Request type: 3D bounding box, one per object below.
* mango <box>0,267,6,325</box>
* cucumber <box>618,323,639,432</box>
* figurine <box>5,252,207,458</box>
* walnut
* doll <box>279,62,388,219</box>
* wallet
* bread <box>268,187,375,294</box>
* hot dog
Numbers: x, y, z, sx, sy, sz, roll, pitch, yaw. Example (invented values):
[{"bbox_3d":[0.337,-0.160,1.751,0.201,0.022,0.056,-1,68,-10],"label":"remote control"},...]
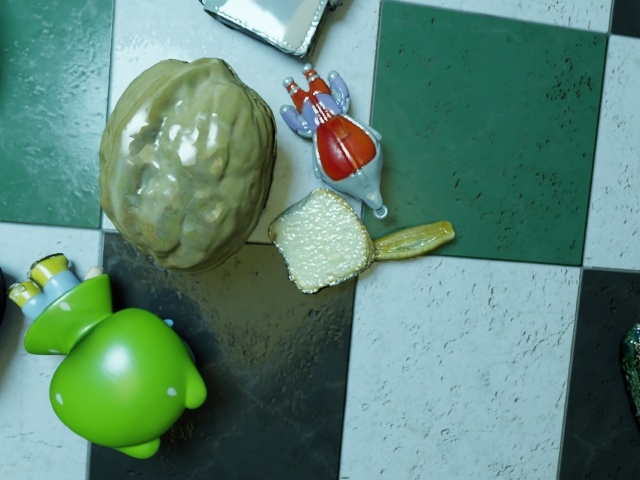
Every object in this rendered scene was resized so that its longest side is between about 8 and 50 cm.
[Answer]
[{"bbox_3d":[-0.501,0.119,0.475,0.287,0.152,0.201,-44,82,-2],"label":"mango"},{"bbox_3d":[0.509,0.245,0.658,0.067,0.067,0.245,-23,94,-5],"label":"cucumber"},{"bbox_3d":[-0.264,0.135,0.521,0.263,0.143,0.162,44,82,3],"label":"figurine"},{"bbox_3d":[-0.150,-0.086,0.492,0.198,0.198,0.245,19,101,-8],"label":"walnut"},{"bbox_3d":[0.026,-0.127,0.566,0.102,0.075,0.228,-34,87,10],"label":"doll"},{"bbox_3d":[-0.037,-0.363,0.550,0.170,0.069,0.231,25,96,-3],"label":"wallet"},{"bbox_3d":[0.000,0.000,0.587,0.126,0.044,0.129,-29,96,8],"label":"bread"},{"bbox_3d":[0.124,0.006,0.610,0.136,0.028,0.044,-17,69,-8],"label":"hot dog"}]
